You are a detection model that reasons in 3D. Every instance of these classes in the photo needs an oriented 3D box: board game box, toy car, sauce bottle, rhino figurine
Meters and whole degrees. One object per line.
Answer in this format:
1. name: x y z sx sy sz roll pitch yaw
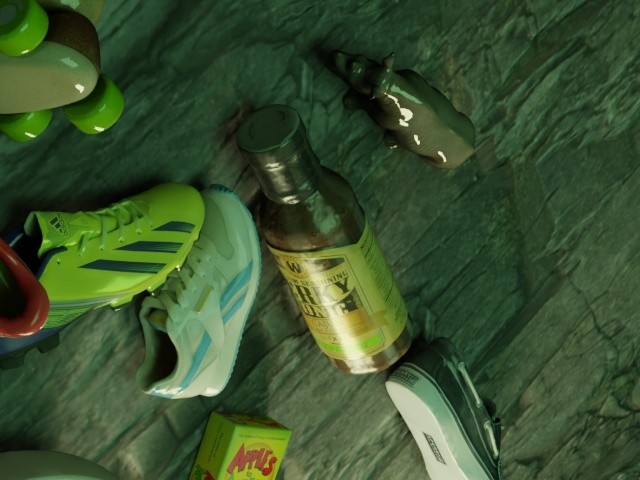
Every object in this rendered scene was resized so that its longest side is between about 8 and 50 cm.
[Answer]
1. board game box: -0.104 0.281 2.166 0.092 0.043 0.181 11 101 -48
2. toy car: -0.249 -0.208 1.735 0.155 0.149 0.188 49 44 -51
3. sauce bottle: 0.000 0.000 2.084 0.111 0.111 0.344 -46 134 -20
4. rhino figurine: 0.083 -0.147 2.094 0.243 0.106 0.073 36 82 -49

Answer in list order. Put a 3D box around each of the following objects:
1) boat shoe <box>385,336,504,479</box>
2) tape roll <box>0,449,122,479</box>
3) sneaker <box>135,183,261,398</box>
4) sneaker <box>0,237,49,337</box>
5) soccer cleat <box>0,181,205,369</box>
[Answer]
1. boat shoe: 0.177 0.236 2.397 0.102 0.108 0.301 -44 128 -19
2. tape roll: -0.303 0.391 1.914 0.392 0.072 0.392 -14 116 -31
3. sneaker: -0.126 0.055 1.997 0.092 0.087 0.229 -3 110 -43
4. sneaker: -0.336 -0.013 1.685 0.279 0.118 0.107 39 77 -26
5. soccer cleat: -0.224 0.009 1.865 0.289 0.093 0.121 -34 129 -30
